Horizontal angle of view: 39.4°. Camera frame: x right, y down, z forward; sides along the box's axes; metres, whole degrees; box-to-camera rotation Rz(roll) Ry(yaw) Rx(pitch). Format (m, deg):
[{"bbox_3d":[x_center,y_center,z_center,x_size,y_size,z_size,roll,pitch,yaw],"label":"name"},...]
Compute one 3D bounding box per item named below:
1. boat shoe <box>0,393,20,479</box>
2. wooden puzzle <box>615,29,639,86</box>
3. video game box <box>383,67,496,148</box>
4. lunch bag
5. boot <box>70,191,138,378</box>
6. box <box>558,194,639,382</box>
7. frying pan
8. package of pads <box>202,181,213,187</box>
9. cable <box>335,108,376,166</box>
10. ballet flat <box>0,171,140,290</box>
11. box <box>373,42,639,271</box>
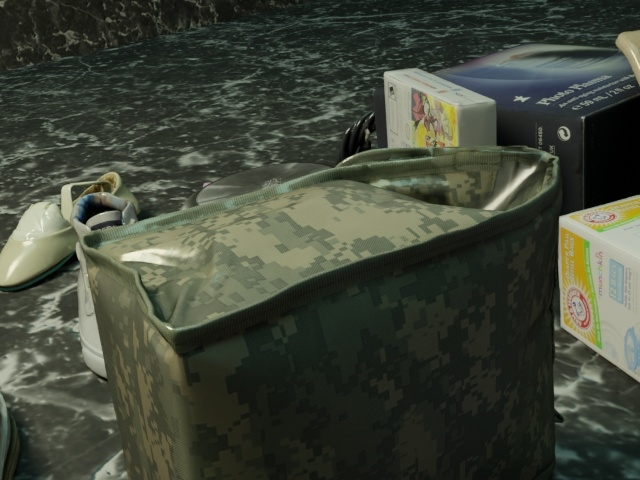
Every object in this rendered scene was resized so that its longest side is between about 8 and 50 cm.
[{"bbox_3d":[-0.285,0.142,0.662,0.113,0.103,0.302,-16,24,-22],"label":"boat shoe"},{"bbox_3d":[0.475,-0.072,0.840,0.322,0.080,0.347,-11,65,-12],"label":"wooden puzzle"},{"bbox_3d":[0.120,-0.060,0.912,0.048,0.205,0.187,-10,23,-12],"label":"video game box"},{"bbox_3d":[0.027,0.081,0.548,0.287,0.235,0.169,-17,26,-26],"label":"lunch bag"},{"bbox_3d":[-0.206,0.033,0.880,0.095,0.123,0.258,-15,23,-19],"label":"boot"},{"bbox_3d":[0.289,0.048,0.717,0.103,0.114,0.203,-14,23,-15],"label":"box"},{"bbox_3d":[0.012,-0.023,0.772,0.326,0.053,0.197,3,25,31],"label":"frying pan"},{"bbox_3d":[-0.135,-0.054,1.198,0.050,0.031,0.083,-6,22,-2],"label":"package of pads"},{"bbox_3d":[0.100,-0.117,1.157,0.047,0.150,0.184,47,13,31],"label":"cable"},{"bbox_3d":[-0.321,-0.023,1.110,0.086,0.086,0.248,5,25,26],"label":"ballet flat"},{"bbox_3d":[0.267,-0.114,1.040,0.296,0.182,0.294,-23,26,-35],"label":"box"}]
